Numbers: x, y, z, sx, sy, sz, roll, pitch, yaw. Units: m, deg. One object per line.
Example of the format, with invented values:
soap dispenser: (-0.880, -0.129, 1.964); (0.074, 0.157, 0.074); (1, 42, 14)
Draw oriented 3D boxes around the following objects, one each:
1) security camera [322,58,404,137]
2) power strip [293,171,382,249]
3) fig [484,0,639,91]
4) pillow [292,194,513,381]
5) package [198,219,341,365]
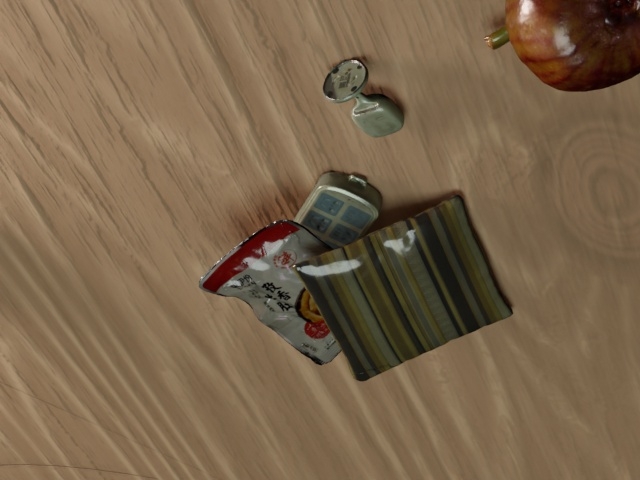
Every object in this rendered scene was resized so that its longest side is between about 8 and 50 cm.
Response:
security camera: (0.049, -0.146, 1.456); (0.058, 0.058, 0.092); (-14, 142, 29)
power strip: (0.000, 0.000, 1.629); (0.080, 0.029, 0.227); (24, 137, -9)
fig: (0.242, -0.227, 1.254); (0.175, 0.207, 0.175); (-1, 104, -5)
pillow: (0.101, 0.059, 1.612); (0.212, 0.052, 0.208); (-23, 127, 6)
package: (-0.017, 0.062, 1.642); (0.154, 0.030, 0.239); (-37, 129, 23)
